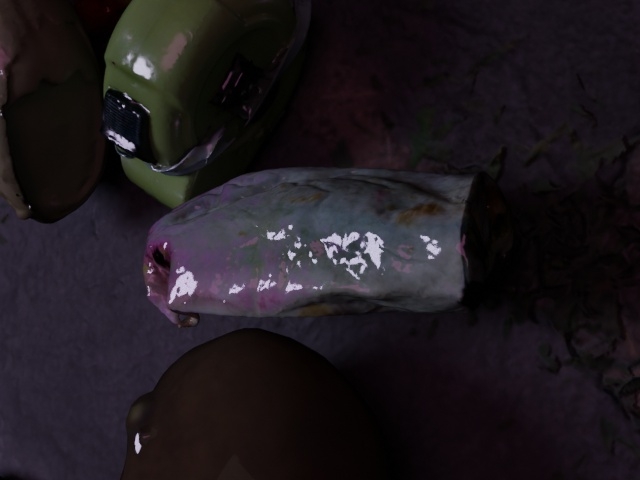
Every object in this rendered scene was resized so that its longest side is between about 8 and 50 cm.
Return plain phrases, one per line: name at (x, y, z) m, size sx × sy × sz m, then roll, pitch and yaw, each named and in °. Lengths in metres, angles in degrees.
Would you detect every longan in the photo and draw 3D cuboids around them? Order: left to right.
longan at (-0.039, 0.148, 0.664) m, size 0.189 × 0.189 × 0.189 m, roll -4°, pitch 78°, yaw 20°

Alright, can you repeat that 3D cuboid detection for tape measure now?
tape measure at (-0.076, -0.110, 0.740) m, size 0.087 × 0.154 × 0.178 m, roll 30°, pitch 86°, yaw 25°

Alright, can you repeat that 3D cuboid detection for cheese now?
cheese at (-0.227, -0.125, 0.800) m, size 0.091 × 0.175 × 0.202 m, roll -21°, pitch 41°, yaw -24°

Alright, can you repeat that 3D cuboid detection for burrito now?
burrito at (0.000, 0.000, 0.690) m, size 0.228 × 0.144 × 0.089 m, roll -3°, pitch 103°, yaw 20°

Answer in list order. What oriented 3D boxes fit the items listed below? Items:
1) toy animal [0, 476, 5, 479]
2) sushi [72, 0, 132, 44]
toy animal at (-0.226, 0.240, 0.742) m, size 0.179 × 0.116 × 0.219 m, roll -34°, pitch 64°, yaw 12°
sushi at (-0.099, -0.223, 0.799) m, size 0.226 × 0.103 × 0.097 m, roll -34°, pitch 100°, yaw 10°
